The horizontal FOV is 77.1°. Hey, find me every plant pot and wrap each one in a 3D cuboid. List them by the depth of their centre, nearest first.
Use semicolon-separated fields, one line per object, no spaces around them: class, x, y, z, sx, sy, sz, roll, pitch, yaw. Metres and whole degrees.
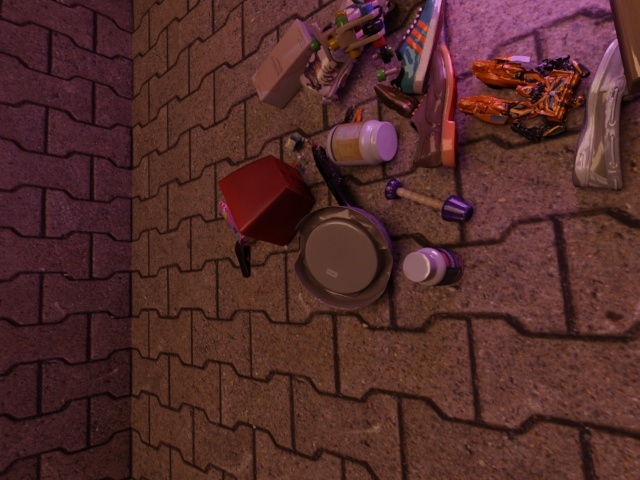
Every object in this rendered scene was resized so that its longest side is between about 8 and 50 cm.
plant pot;-0.187;-0.168;1.556;0.236;0.267;0.267;-38;62;20

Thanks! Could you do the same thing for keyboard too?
keyboard;0.045;-0.211;1.401;0.033;0.201;0.317;-27;65;-4

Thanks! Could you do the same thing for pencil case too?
pencil case;0.088;-0.680;1.388;0.410;0.160;0.183;-55;41;25
pencil case;-0.370;-0.082;1.805;0.236;0.105;0.104;49;118;30

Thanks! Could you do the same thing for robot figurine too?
robot figurine;0.514;-0.375;1.029;0.291;0.085;0.210;27;106;40

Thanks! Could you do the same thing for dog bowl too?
dog bowl;0.077;0.046;1.312;0.349;0.102;0.348;9;111;24

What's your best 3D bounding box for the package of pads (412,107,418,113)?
package of pads;0.327;-0.380;1.236;0.050;0.032;0.083;-43;61;28

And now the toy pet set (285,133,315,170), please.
toy pet set;-0.084;-0.363;1.608;0.114;0.065;0.122;31;115;2

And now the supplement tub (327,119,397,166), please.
supplement tub;0.137;-0.320;1.330;0.200;0.144;0.144;7;92;42

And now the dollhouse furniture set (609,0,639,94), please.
dollhouse furniture set;0.653;-0.319;0.681;0.257;0.394;0.361;-10;81;32

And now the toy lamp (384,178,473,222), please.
toy lamp;0.318;-0.118;1.197;0.275;0.080;0.080;24;104;41

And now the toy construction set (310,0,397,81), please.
toy construction set;0.058;-0.636;1.171;0.238;0.309;0.257;-14;61;19

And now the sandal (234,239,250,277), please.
sandal;-0.347;0.080;1.824;0.067;0.040;0.179;-7;97;47

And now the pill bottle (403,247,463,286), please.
pill bottle;0.313;0.074;1.119;0.108;0.180;0.107;-3;86;42

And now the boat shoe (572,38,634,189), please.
boat shoe;0.646;-0.274;0.888;0.103;0.118;0.319;15;101;36

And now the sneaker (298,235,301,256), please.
sneaker;0.000;0.000;1.473;0.228;0.087;0.130;-9;87;47

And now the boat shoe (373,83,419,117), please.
boat shoe;0.245;-0.463;1.304;0.060;0.064;0.178;-41;58;-3

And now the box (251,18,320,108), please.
box;-0.127;-0.696;1.610;0.311;0.121;0.147;-39;63;34

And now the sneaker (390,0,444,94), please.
sneaker;0.290;-0.604;1.214;0.121;0.108;0.301;16;100;20

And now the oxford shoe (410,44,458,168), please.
oxford shoe;0.320;-0.384;1.146;0.133;0.130;0.363;-1;78;25

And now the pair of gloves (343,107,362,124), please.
pair of gloves;0.117;-0.439;1.446;0.083;0.010;0.074;20;102;44
